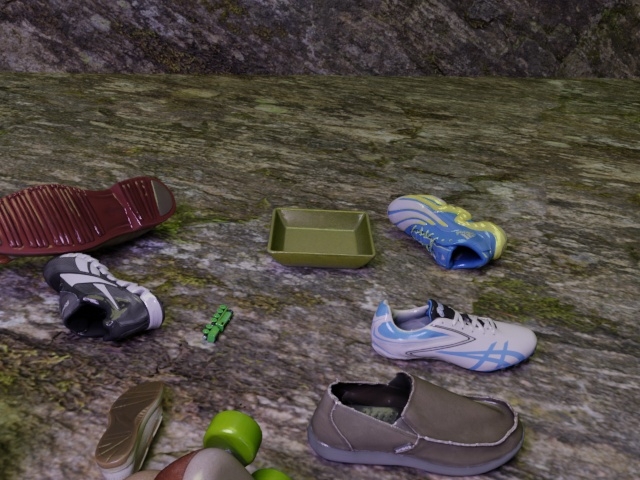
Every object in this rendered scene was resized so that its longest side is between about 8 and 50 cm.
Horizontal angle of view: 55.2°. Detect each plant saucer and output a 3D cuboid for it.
[{"bbox_3d":[0.000,0.000,1.132,0.188,0.045,0.188,3,27,-2],"label":"plant saucer"}]

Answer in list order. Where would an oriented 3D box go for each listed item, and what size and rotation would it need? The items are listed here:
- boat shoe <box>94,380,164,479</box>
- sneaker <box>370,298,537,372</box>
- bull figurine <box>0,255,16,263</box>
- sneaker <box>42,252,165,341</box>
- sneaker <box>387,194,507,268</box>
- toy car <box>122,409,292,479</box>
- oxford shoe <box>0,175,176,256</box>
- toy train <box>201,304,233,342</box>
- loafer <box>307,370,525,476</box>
[{"bbox_3d":[-0.210,0.216,0.693,0.056,0.048,0.153,-10,20,1],"label":"boat shoe"},{"bbox_3d":[0.190,0.128,0.857,0.237,0.086,0.085,4,25,-2],"label":"sneaker"},{"bbox_3d":[-0.636,-0.012,1.022,0.310,0.101,0.188,21,30,32],"label":"bull figurine"},{"bbox_3d":[-0.345,0.083,0.892,0.234,0.078,0.106,20,29,27],"label":"sneaker"},{"bbox_3d":[0.220,-0.016,1.139,0.240,0.091,0.126,17,30,24],"label":"sneaker"},{"bbox_3d":[-0.139,0.262,0.548,0.188,0.149,0.155,-17,23,22],"label":"toy car"},{"bbox_3d":[-0.416,-0.020,1.046,0.348,0.130,0.123,-12,74,-49],"label":"oxford shoe"},{"bbox_3d":[-0.151,0.122,0.905,0.023,0.017,0.083,17,28,6],"label":"toy train"},{"bbox_3d":[0.112,0.203,0.694,0.251,0.087,0.094,1,27,-5],"label":"loafer"}]
